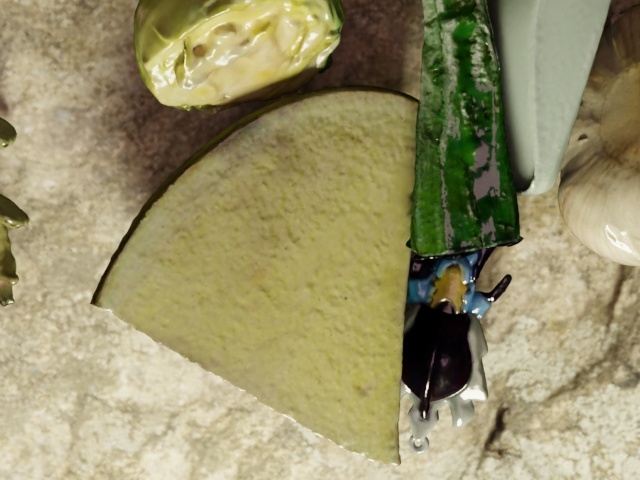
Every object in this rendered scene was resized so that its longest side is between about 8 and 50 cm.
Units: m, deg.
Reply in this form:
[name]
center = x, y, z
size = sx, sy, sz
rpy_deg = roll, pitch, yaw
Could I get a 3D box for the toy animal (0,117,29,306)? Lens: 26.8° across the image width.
[toy animal]
center = -0.297, -0.051, 1.027
size = 0.219, 0.103, 0.101
rpy_deg = 38, 120, -14

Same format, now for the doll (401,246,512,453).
[doll]
center = 0.097, 0.080, 1.087
size = 0.096, 0.070, 0.195
rpy_deg = 13, 98, 9

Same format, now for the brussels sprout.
[brussels sprout]
center = -0.068, -0.171, 0.974
size = 0.151, 0.122, 0.149
rpy_deg = -13, 150, -28

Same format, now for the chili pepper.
[chili pepper]
center = 0.093, -0.102, 0.968
size = 0.088, 0.059, 0.227
rpy_deg = -8, 96, -11

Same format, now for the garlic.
[garlic]
center = 0.294, -0.067, 1.018
size = 0.212, 0.218, 0.218
rpy_deg = 25, 107, -48

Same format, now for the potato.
[potato]
center = 0.000, 0.000, 1.040
size = 0.269, 0.112, 0.255
rpy_deg = 31, 91, -13

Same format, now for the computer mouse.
[computer mouse]
center = 0.156, -0.145, 0.997
size = 0.079, 0.128, 0.231
rpy_deg = 10, 102, -6
